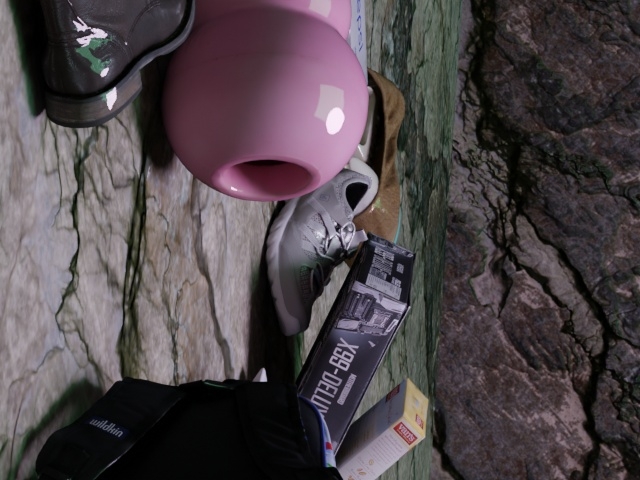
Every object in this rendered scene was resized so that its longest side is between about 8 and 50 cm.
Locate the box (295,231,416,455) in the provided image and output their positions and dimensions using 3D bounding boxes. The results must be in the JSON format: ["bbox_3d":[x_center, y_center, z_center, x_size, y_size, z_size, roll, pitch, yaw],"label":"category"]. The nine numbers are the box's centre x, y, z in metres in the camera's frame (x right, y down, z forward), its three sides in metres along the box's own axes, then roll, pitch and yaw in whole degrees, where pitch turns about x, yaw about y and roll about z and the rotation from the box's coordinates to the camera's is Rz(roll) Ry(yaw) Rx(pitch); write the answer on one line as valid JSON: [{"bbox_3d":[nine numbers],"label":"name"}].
[{"bbox_3d":[0.034,0.137,2.281,0.307,0.077,0.242,-69,-175,-78],"label":"box"}]

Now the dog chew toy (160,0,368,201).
[{"bbox_3d":[-0.057,-0.212,1.792,0.206,0.207,0.331,65,22,-66],"label":"dog chew toy"}]

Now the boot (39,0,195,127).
[{"bbox_3d":[-0.175,-0.242,1.436,0.263,0.091,0.229,-71,161,-49],"label":"boot"}]

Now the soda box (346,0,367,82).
[{"bbox_3d":[0.004,-0.315,2.299,0.098,0.091,0.286,-65,155,-59],"label":"soda box"}]

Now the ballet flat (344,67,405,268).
[{"bbox_3d":[0.058,-0.118,2.613,0.124,0.116,0.342,49,40,-44],"label":"ballet flat"}]

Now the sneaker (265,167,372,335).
[{"bbox_3d":[0.000,0.000,2.288,0.105,0.115,0.281,79,18,-50],"label":"sneaker"}]

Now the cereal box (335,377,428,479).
[{"bbox_3d":[0.033,0.283,2.248,0.047,0.240,0.173,48,11,-5],"label":"cereal box"}]

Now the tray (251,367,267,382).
[{"bbox_3d":[-0.097,0.292,2.097,0.270,0.030,0.145,-75,162,-46],"label":"tray"}]

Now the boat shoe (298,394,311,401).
[{"bbox_3d":[-0.068,0.216,1.988,0.257,0.095,0.095,22,67,-65],"label":"boat shoe"}]

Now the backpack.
[{"bbox_3d":[-0.099,0.232,1.545,0.263,0.277,0.213,-81,175,-62],"label":"backpack"}]
